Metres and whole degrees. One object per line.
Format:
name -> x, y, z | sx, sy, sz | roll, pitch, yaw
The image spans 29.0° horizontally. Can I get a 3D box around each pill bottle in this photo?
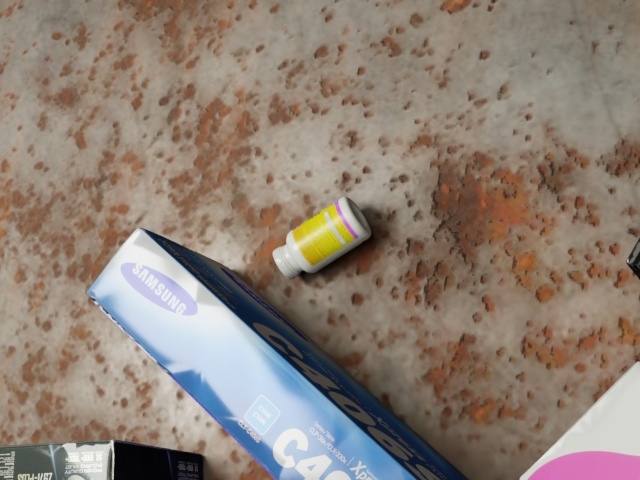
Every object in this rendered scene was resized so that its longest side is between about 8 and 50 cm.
pill bottle -> 0.000, 0.000, 1.090 | 0.083, 0.043, 0.043 | -33, 65, 13

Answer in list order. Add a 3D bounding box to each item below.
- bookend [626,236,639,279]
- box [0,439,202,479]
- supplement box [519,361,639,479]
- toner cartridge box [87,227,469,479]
bookend -> 0.314, 0.036, 0.873 | 0.157, 0.156, 0.072 | 29, 89, 27
box -> -0.215, 0.220, 1.073 | 0.180, 0.147, 0.077 | -7, 73, 23
supplement box -> 0.236, 0.169, 0.837 | 0.114, 0.220, 0.111 | -46, 63, 7
toner cartridge box -> -0.020, 0.131, 0.997 | 0.348, 0.165, 0.075 | 39, 93, 27
